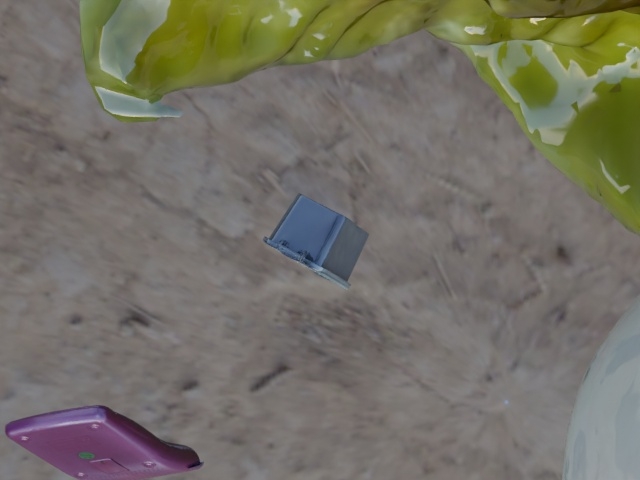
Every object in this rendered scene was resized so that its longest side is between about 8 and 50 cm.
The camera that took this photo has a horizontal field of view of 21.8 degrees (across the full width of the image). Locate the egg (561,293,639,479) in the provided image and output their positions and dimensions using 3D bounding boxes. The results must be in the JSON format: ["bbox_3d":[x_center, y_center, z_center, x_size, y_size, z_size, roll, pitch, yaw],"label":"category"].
[{"bbox_3d":[0.185,0.042,0.445,0.286,0.264,0.174,-42,59,-2],"label":"egg"}]

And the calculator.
[{"bbox_3d":[-0.219,0.212,1.675,0.127,0.190,0.034,-12,62,25],"label":"calculator"}]

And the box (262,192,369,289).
[{"bbox_3d":[0.000,0.000,1.825,0.084,0.122,0.069,29,88,21],"label":"box"}]

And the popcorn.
[{"bbox_3d":[0.087,-0.159,0.596,0.321,0.290,0.325,-19,117,17],"label":"popcorn"}]
